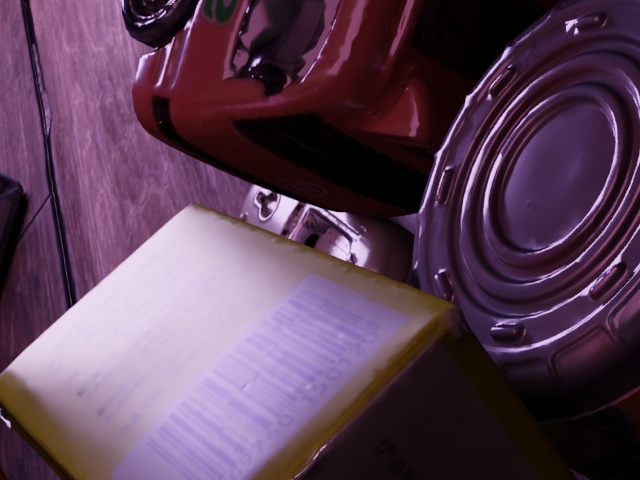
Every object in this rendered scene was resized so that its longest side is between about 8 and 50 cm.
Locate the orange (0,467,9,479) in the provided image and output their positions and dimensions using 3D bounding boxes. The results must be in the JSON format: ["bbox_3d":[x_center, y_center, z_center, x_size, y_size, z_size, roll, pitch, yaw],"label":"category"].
[{"bbox_3d":[-0.361,0.229,1.159,0.261,0.261,0.261,-37,40,39],"label":"orange"}]

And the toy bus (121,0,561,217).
[{"bbox_3d":[0.065,-0.227,0.850,0.233,0.203,0.427,13,84,48],"label":"toy bus"}]

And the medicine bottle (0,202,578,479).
[{"bbox_3d":[-0.018,0.091,0.588,0.141,0.137,0.250,-45,26,-11],"label":"medicine bottle"}]

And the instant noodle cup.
[{"bbox_3d":[0.154,0.007,0.598,0.258,0.181,0.302,-58,31,13],"label":"instant noodle cup"}]

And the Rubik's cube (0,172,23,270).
[{"bbox_3d":[-0.491,0.032,1.514,0.259,0.255,0.260,-20,50,52],"label":"Rubik's cube"}]

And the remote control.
[{"bbox_3d":[0.000,0.000,0.980,0.078,0.042,0.221,-61,31,6],"label":"remote control"}]
